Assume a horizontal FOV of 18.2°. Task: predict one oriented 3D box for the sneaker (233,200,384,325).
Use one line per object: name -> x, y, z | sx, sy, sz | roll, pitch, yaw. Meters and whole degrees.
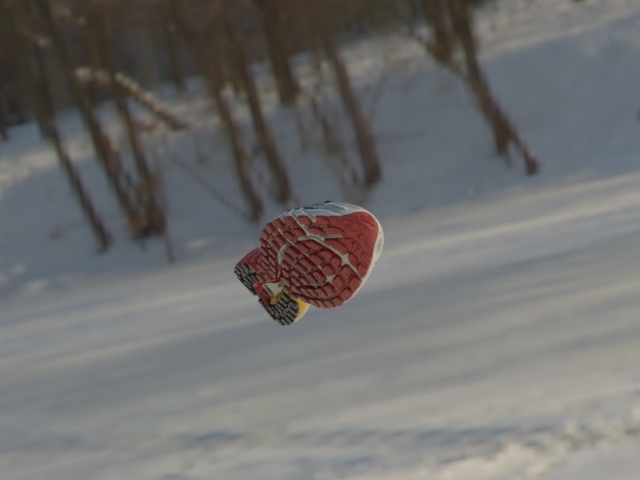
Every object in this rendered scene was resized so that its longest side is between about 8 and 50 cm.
sneaker -> 0.000, 0.000, 1.613 | 0.093, 0.088, 0.225 | -43, 7, -19
